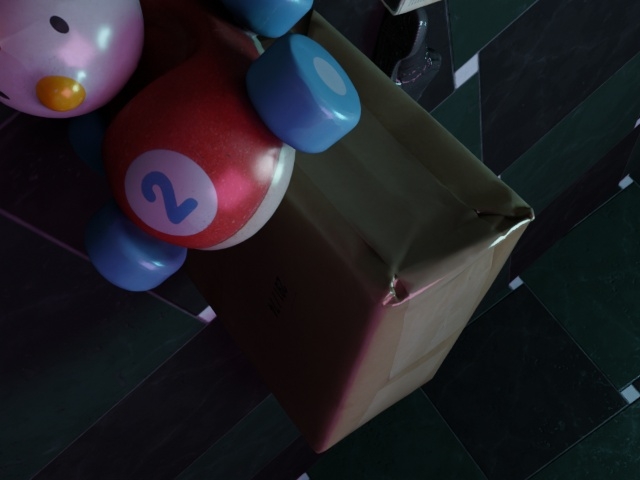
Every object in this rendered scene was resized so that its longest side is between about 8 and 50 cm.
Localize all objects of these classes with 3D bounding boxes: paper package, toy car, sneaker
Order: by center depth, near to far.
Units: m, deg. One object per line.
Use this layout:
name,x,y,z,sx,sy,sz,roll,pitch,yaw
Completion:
toy car,-0.142,-0.108,0.443,0.219,0.210,0.238,-36,146,28
paper package,0.000,0.000,0.687,0.168,0.309,0.324,-27,152,-26
sneaker,0.107,-0.216,0.816,0.089,0.051,0.170,-29,158,-29

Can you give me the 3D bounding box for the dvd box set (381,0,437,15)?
dvd box set,0.261,-0.391,0.647,0.420,0.062,0.307,-27,163,-25
